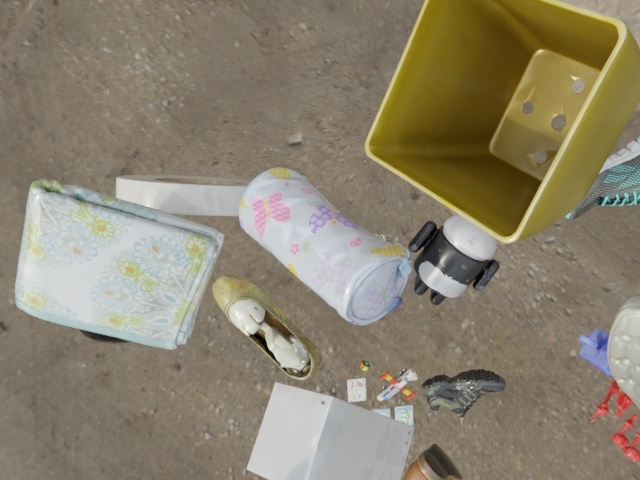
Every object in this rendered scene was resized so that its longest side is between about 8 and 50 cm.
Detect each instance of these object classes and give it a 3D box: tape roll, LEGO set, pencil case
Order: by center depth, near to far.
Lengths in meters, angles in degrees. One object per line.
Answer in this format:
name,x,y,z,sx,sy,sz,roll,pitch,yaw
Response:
pencil case,0.000,0.000,0.935,0.273,0.113,0.124,38,92,36
tape roll,-0.299,-0.114,1.618,0.393,0.392,0.071,3,98,6
LEGO set,0.165,0.427,1.783,0.183,0.060,0.244,-5,116,-3

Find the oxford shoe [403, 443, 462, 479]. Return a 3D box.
oxford shoe,0.197,0.417,1.195,0.076,0.212,0.076,-44,60,10

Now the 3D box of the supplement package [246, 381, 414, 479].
supplement package,0.025,0.447,1.432,0.263,0.198,0.199,30,71,-35

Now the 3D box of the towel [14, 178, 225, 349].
towel,-0.410,0.058,1.346,0.375,0.090,0.320,16,124,-14

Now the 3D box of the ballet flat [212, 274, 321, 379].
ballet flat,-0.135,0.224,1.671,0.348,0.123,0.123,44,102,-11

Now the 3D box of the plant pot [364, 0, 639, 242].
plant pot,0.213,-0.136,0.705,0.212,0.187,0.212,39,115,37

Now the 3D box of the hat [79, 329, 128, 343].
hat,-0.583,0.165,1.972,0.332,0.134,0.331,-3,65,6

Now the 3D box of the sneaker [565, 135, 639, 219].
sneaker,0.376,-0.069,0.814,0.167,0.065,0.076,-34,64,-2

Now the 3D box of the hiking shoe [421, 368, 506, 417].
hiking shoe,0.397,0.421,1.818,0.227,0.086,0.114,-10,98,23

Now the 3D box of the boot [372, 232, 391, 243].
boot,0.135,0.090,1.862,0.085,0.236,0.178,24,75,7

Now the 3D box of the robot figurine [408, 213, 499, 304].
robot figurine,0.380,0.052,1.910,0.209,0.173,0.278,10,124,-38

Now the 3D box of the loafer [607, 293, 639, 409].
loafer,0.431,0.161,0.802,0.111,0.112,0.319,-53,129,-24

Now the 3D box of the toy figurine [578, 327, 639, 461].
toy figurine,0.550,0.262,1.206,0.217,0.362,0.191,40,95,-7
